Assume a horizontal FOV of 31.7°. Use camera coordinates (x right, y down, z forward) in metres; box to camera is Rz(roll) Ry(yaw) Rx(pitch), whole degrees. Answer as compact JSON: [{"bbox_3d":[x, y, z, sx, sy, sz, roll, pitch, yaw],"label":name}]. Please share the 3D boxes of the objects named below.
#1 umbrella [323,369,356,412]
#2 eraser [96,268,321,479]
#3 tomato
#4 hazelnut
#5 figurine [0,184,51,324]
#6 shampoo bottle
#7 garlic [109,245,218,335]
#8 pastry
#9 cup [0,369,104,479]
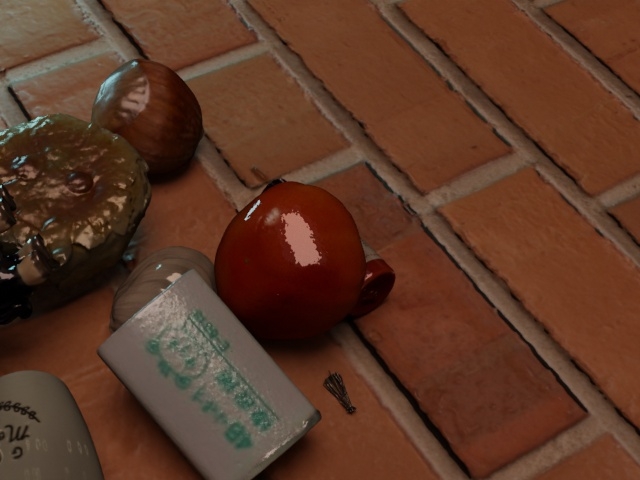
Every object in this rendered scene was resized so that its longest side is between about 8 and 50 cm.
[{"bbox_3d":[0.030,0.234,1.750,0.031,0.020,0.083,-20,60,-20],"label":"umbrella"},{"bbox_3d":[-0.161,0.208,1.630,0.189,0.104,0.290,-41,87,-12],"label":"eraser"},{"bbox_3d":[-0.057,0.035,1.753,0.260,0.260,0.180,45,20,28],"label":"tomato"},{"bbox_3d":[-0.306,-0.216,2.005,0.214,0.176,0.214,6,78,-29],"label":"hazelnut"},{"bbox_3d":[-0.583,0.081,1.617,0.306,0.412,0.241,26,17,-36],"label":"figurine"},{"bbox_3d":[0.000,0.000,1.887,0.104,0.104,0.278,-29,58,-26],"label":"shampoo bottle"},{"bbox_3d":[-0.244,0.098,1.764,0.178,0.143,0.229,8,58,0],"label":"garlic"},{"bbox_3d":[-0.426,-0.065,1.832,0.329,0.136,0.330,3,53,-5],"label":"pastry"},{"bbox_3d":[-0.430,0.325,1.553,0.258,0.186,0.234,-31,45,6],"label":"cup"}]
